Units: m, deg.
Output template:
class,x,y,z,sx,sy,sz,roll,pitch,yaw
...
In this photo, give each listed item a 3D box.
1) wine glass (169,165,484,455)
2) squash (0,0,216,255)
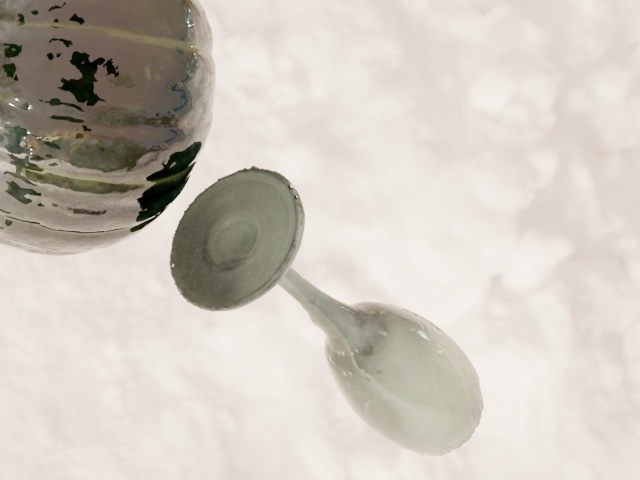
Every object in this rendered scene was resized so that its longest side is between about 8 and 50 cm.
class,x,y,z,sx,sy,sz,roll,pitch,yaw
wine glass,0.000,0.000,0.934,0.309,0.096,0.264,42,24,-50
squash,-0.158,-0.094,0.752,0.172,0.218,0.218,-20,80,-28
